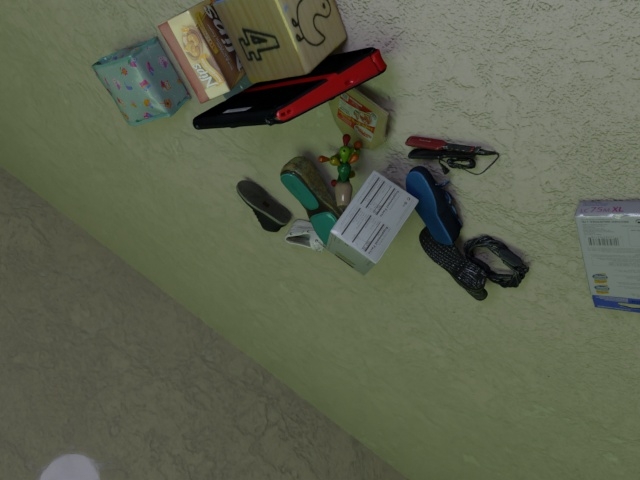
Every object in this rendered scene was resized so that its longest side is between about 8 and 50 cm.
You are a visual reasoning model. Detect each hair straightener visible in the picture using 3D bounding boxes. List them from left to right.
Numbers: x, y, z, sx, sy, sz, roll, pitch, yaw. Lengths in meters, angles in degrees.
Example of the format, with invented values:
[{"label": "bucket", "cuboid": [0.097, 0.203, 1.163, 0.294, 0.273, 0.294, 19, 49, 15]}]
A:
[{"label": "hair straightener", "cuboid": [0.325, -0.208, 1.314, 0.230, 0.047, 0.089, 10, 137, 28]}]

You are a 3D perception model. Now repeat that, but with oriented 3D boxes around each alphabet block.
[{"label": "alphabet block", "cuboid": [-0.087, -0.499, 1.204, 0.193, 0.192, 0.197, 6, 136, 40]}]

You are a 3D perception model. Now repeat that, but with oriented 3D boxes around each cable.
[{"label": "cable", "cuboid": [0.484, 0.059, 1.482, 0.184, 0.047, 0.151, 32, 153, 14]}]

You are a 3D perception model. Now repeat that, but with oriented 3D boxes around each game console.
[{"label": "game console", "cuboid": [-0.074, -0.334, 1.208, 0.386, 0.342, 0.060, 11, 133, 51]}]

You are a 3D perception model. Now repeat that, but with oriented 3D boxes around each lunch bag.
[{"label": "lunch bag", "cuboid": [-0.581, -0.493, 1.678, 0.262, 0.160, 0.223, -1, 131, 35]}]

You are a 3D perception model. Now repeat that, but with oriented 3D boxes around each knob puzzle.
[{"label": "knob puzzle", "cuboid": [0.101, -0.318, 1.383, 0.213, 0.030, 0.213, 37, 156, 20]}]

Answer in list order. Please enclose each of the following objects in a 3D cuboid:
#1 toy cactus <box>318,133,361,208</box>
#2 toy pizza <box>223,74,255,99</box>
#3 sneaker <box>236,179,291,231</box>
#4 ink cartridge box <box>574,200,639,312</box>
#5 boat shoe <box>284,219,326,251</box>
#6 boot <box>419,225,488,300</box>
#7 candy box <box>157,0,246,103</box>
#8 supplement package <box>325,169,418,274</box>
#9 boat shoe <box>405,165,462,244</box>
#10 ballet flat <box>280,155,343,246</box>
[{"label": "toy cactus", "cuboid": [0.055, -0.180, 1.448, 0.112, 0.181, 0.219, 4, 165, -9]}, {"label": "toy pizza", "cuboid": [-0.214, -0.449, 1.512, 0.201, 0.032, 0.201, 23, 144, 18]}, {"label": "sneaker", "cuboid": [-0.218, -0.111, 1.865, 0.222, 0.083, 0.118, 40, 146, -6]}, {"label": "ink cartridge box", "cuboid": [0.719, 0.044, 1.233, 0.185, 0.065, 0.311, 2, 130, 40]}, {"label": "boat shoe", "cuboid": [0.000, 0.000, 1.788, 0.277, 0.096, 0.098, 7, 135, 36]}, {"label": "boot", "cuboid": [0.383, 0.074, 1.537, 0.246, 0.083, 0.161, 49, 179, 24]}, {"label": "candy box", "cuboid": [-0.246, -0.469, 1.253, 0.087, 0.316, 0.183, -18, 118, 19]}, {"label": "supplement package", "cuboid": [0.133, -0.038, 1.455, 0.145, 0.204, 0.262, 34, 170, 5]}, {"label": "boat shoe", "cuboid": [0.304, -0.103, 1.414, 0.109, 0.089, 0.258, 19, 149, 46]}, {"label": "ballet flat", "cuboid": [0.004, -0.115, 1.637, 0.123, 0.123, 0.349, -5, 131, 44]}]
